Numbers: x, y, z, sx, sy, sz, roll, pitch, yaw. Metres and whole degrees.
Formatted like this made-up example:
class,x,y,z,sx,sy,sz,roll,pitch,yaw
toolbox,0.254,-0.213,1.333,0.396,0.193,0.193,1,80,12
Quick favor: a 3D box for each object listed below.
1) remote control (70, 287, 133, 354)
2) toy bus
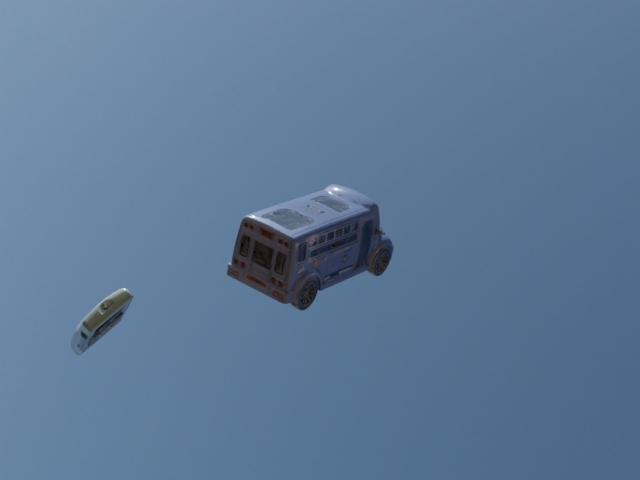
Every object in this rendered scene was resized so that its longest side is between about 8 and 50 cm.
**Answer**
class,x,y,z,sx,sy,sz,roll,pitch,yaw
remote control,-0.246,0.090,1.192,0.029,0.065,0.166,49,-22,0
toy bus,0.000,0.000,0.932,0.073,0.167,0.076,24,-64,28
